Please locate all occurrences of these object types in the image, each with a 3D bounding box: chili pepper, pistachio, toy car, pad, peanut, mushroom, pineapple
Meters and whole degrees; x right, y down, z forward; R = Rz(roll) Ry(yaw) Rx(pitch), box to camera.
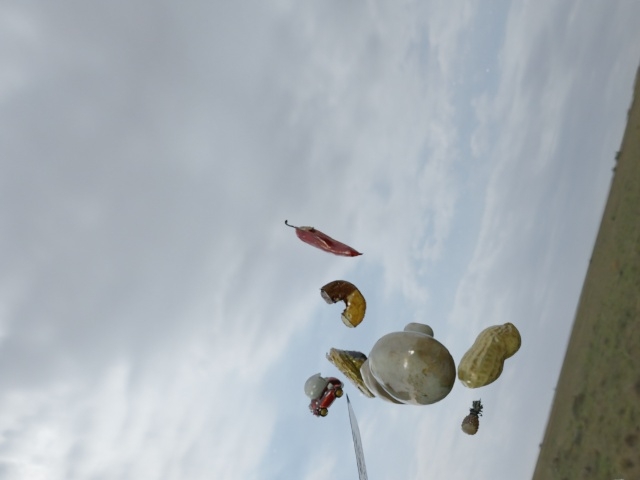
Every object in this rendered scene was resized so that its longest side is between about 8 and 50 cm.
[{"bbox_3d":[0.000,0.000,1.587,0.059,0.267,0.051,-1,-66,-63],"label":"chili pepper"},{"bbox_3d":[0.304,0.486,2.022,0.226,0.331,0.208,100,-179,-54],"label":"pistachio"},{"bbox_3d":[-0.003,0.487,1.835,0.139,0.112,0.112,-53,8,-10],"label":"toy car"},{"bbox_3d":[0.144,0.654,1.750,0.376,0.063,0.315,-100,-7,-46],"label":"pad"},{"bbox_3d":[0.604,0.405,2.035,0.305,0.147,0.147,-46,-35,-23],"label":"peanut"},{"bbox_3d":[0.264,0.323,1.580,0.243,0.243,0.244,-42,-40,-49],"label":"mushroom"},{"bbox_3d":[0.483,0.556,1.809,0.124,0.058,0.058,-50,-34,-51],"label":"pineapple"}]

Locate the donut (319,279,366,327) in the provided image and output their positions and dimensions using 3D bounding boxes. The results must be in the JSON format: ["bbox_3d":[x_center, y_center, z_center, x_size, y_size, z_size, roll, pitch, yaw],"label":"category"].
[{"bbox_3d":[0.104,0.261,2.397,0.141,0.217,0.085,-34,-10,-22],"label":"donut"}]

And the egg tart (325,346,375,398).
[{"bbox_3d":[0.156,0.559,2.466,0.132,0.297,0.297,-42,-35,-15],"label":"egg tart"}]

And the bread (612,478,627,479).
[{"bbox_3d":[0.888,0.773,1.695,0.118,0.064,0.156,-55,-8,-17],"label":"bread"}]
